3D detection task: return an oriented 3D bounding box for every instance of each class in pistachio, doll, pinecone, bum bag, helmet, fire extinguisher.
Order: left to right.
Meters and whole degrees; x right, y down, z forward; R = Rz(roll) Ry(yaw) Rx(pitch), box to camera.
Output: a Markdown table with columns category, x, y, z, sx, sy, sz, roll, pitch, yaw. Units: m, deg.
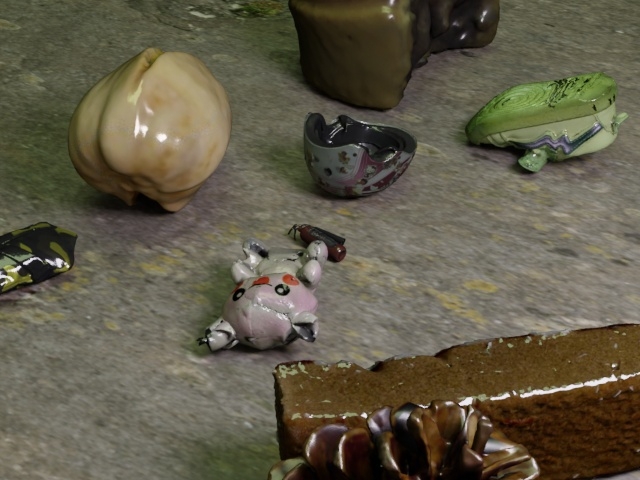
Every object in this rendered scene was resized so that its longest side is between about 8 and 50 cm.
| category | x | y | z | sx | sy | sz | roll | pitch | yaw |
| --- | --- | --- | --- | --- | --- | --- | --- | --- | --- |
| bum bag | -0.432 | 0.036 | 1.563 | 0.232 | 0.060 | 0.106 | -25 | 49 | -28 |
| pistachio | -0.241 | -0.162 | 1.701 | 0.229 | 0.238 | 0.321 | 12 | 15 | 10 |
| doll | -0.061 | 0.071 | 1.465 | 0.149 | 0.095 | 0.192 | 1 | 35 | 15 |
| fire extinguisher | 0.001 | -0.006 | 1.633 | 0.100 | 0.032 | 0.046 | 32 | 57 | 32 |
| helmet | 0.052 | -0.120 | 1.745 | 0.176 | 0.107 | 0.153 | -1 | 25 | -35 |
| pinecone | 0.075 | 0.261 | 1.020 | 0.244 | 0.309 | 0.244 | 12 | 57 | -19 |

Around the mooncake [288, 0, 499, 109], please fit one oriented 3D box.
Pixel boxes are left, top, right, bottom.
| category | x | y | z | sx | sy | sz | roll | pitch | yaw |
| --- | --- | --- | --- | --- | --- | --- | --- | --- | --- |
| mooncake | 0.144 | -0.404 | 2.054 | 0.393 | 0.246 | 0.394 | -10 | 31 | -2 |

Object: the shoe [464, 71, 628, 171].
| category | x | y | z | sx | sy | sz | roll | pitch | yaw |
| --- | --- | --- | --- | --- | --- | --- | --- | --- | --- |
| shoe | 0.347 | -0.182 | 1.807 | 0.262 | 0.128 | 0.140 | -13 | 11 | 39 |

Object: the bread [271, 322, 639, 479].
| category | x | y | z | sx | sy | sz | roll | pitch | yaw |
| --- | --- | --- | --- | --- | --- | --- | --- | --- | --- |
| bread | 0.160 | 0.187 | 1.218 | 0.416 | 0.165 | 0.113 | -6 | 39 | -8 |
